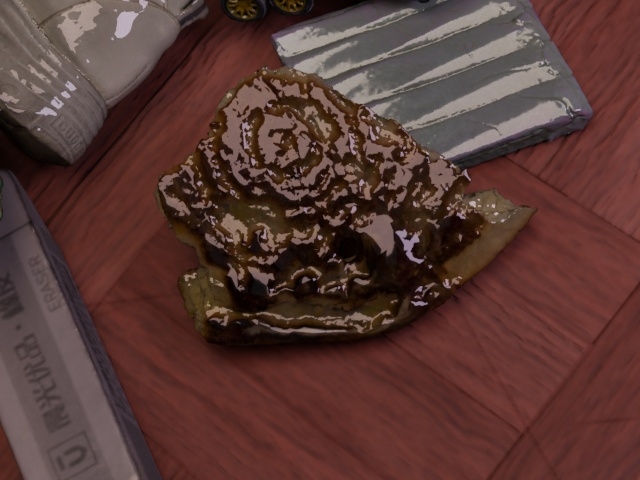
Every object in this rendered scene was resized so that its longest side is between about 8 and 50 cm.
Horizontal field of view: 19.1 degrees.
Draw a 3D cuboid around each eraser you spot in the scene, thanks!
[{"bbox_3d":[-0.202,0.106,1.431,0.089,0.061,0.352,-29,63,1],"label":"eraser"}]

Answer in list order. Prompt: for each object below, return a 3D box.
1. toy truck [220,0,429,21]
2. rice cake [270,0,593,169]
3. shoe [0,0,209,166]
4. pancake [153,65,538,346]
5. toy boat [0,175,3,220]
[{"bbox_3d":[-0.006,-0.245,1.475,0.227,0.114,0.098,-4,47,22],"label":"toy truck"},{"bbox_3d":[0.081,-0.126,1.468,0.198,0.037,0.189,-27,64,2],"label":"rice cake"},{"bbox_3d":[-0.244,-0.227,1.553,0.210,0.132,0.342,-41,66,-11],"label":"shoe"},{"bbox_3d":[0.000,0.000,1.410,0.257,0.056,0.212,29,94,8],"label":"pancake"},{"bbox_3d":[-0.296,-0.068,1.452,0.099,0.108,0.293,-60,36,12],"label":"toy boat"}]
